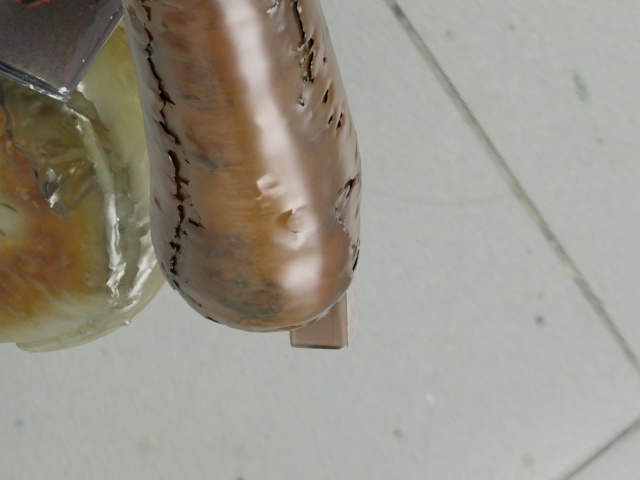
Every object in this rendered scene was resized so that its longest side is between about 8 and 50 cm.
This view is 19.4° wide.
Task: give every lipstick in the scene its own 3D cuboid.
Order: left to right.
[{"bbox_3d":[0.000,0.000,1.295,0.045,0.045,0.145,1,106,14],"label":"lipstick"}]

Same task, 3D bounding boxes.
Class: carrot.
[{"bbox_3d":[-0.018,-0.028,0.426,0.055,0.055,0.161,-18,153,-7],"label":"carrot"}]

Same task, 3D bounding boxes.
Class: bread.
[{"bbox_3d":[-0.182,-0.085,1.256,0.192,0.171,0.314,-15,116,34],"label":"bread"}]

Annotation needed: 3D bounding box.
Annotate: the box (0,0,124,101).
[{"bbox_3d":[-0.132,-0.197,1.045,0.120,0.069,0.224,26,103,-45],"label":"box"}]
